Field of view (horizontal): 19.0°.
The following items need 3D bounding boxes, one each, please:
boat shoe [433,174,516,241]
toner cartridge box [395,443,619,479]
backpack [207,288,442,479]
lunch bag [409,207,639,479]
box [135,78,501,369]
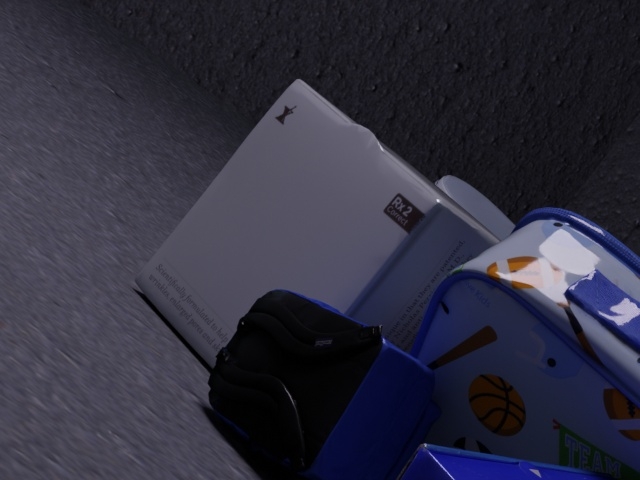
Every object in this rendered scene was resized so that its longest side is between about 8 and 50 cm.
[{"bbox_3d":[0.173,0.123,1.669,0.367,0.156,0.136,49,21,20],"label":"boat shoe"},{"bbox_3d":[0.176,0.234,0.879,0.165,0.075,0.348,16,22,-45],"label":"toner cartridge box"},{"bbox_3d":[-0.001,0.092,1.103,0.120,0.098,0.101,25,-13,45],"label":"backpack"},{"bbox_3d":[0.181,0.138,1.104,0.303,0.243,0.115,41,48,20],"label":"lunch bag"},{"bbox_3d":[0.006,0.023,1.265,0.119,0.182,0.181,36,5,-45],"label":"box"}]
